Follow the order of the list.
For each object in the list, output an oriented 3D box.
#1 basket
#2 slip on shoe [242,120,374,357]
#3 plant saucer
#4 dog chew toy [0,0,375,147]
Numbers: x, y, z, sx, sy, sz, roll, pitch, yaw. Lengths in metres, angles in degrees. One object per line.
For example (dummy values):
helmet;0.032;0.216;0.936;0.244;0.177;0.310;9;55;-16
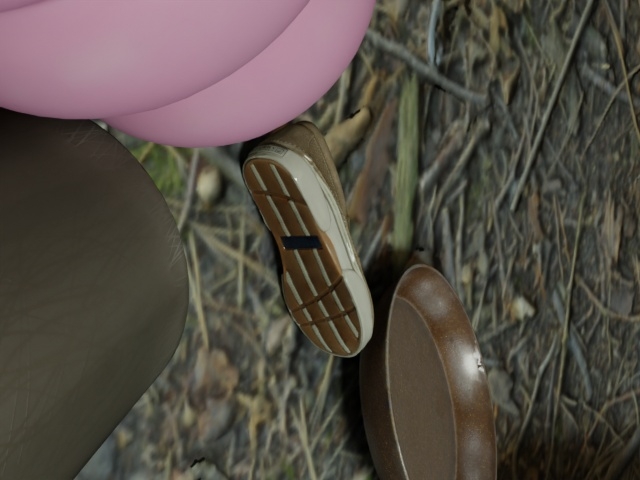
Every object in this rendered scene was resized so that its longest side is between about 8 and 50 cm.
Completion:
basket;-0.154;0.044;0.596;0.227;0.154;0.204;-41;120;-55
slip on shoe;0.000;0.000;0.943;0.041;0.051;0.135;-50;128;-40
plant saucer;0.061;0.098;1.045;0.168;0.029;0.168;-10;90;-67
dog chew toy;-0.081;-0.132;0.557;0.332;0.206;0.206;44;57;-60
